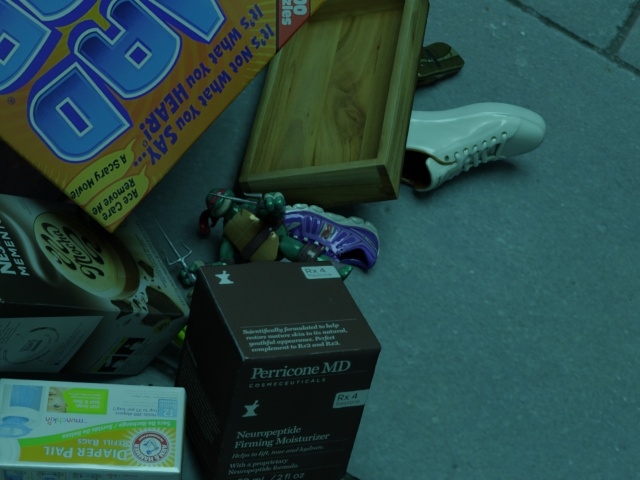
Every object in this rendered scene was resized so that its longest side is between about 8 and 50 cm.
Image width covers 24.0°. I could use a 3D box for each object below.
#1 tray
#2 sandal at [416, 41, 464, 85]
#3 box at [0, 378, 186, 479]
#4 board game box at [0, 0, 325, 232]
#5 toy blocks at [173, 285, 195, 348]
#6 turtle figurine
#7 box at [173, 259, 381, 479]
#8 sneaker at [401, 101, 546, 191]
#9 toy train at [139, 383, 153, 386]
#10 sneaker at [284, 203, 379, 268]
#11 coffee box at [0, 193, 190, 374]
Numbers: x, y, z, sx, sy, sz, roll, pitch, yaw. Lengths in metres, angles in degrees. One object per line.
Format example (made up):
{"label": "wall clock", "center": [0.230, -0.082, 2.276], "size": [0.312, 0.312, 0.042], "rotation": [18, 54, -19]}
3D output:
{"label": "tray", "center": [0.028, -0.210, 2.097], "size": [0.202, 0.076, 0.411], "rotation": [-6, 45, 18]}
{"label": "sandal", "center": [0.147, -0.263, 2.277], "size": [0.180, 0.049, 0.072], "rotation": [-11, 61, -47]}
{"label": "box", "center": [-0.249, 0.227, 1.628], "size": [0.203, 0.103, 0.114], "rotation": [3, 50, -6]}
{"label": "board game box", "center": [-0.263, -0.289, 1.754], "size": [0.356, 0.356, 0.356], "rotation": [42, 4, -16]}
{"label": "toy blocks", "center": [-0.114, 0.123, 1.831], "size": [0.148, 0.054, 0.123], "rotation": [44, 58, -5]}
{"label": "turtle figurine", "center": [-0.082, 0.001, 1.891], "size": [0.234, 0.175, 0.118], "rotation": [40, 30, 3]}
{"label": "box", "center": [-0.055, 0.152, 1.707], "size": [0.168, 0.203, 0.167], "rotation": [-3, 37, -23]}
{"label": "sneaker", "center": [0.187, -0.119, 2.136], "size": [0.290, 0.106, 0.123], "rotation": [-4, 55, -11]}
{"label": "toy train", "center": [-0.213, 0.229, 1.719], "size": [0.036, 0.027, 0.158], "rotation": [8, 49, -1]}
{"label": "sneaker", "center": [0.000, 0.000, 1.976], "size": [0.169, 0.068, 0.071], "rotation": [9, 54, -16]}
{"label": "coffee box", "center": [-0.308, 0.050, 1.689], "size": [0.297, 0.119, 0.168], "rotation": [7, 43, -53]}
